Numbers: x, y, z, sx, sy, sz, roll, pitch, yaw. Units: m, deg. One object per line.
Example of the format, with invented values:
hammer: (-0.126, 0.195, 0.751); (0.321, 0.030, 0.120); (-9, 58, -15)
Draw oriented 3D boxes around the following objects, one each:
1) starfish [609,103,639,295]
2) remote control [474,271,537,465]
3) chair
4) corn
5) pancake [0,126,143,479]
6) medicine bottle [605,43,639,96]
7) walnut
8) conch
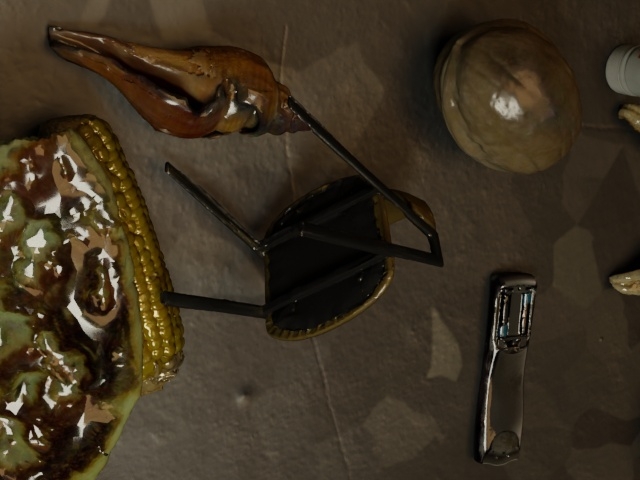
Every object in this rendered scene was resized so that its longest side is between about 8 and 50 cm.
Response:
starfish: (0.478, -0.049, 1.541); (0.327, 0.094, 0.375); (7, 100, -1)
remote control: (0.198, 0.138, 1.477); (0.059, 0.028, 0.212); (-3, 102, -32)
chair: (0.000, 0.000, 1.228); (0.247, 0.159, 0.172); (31, 44, -41)
corn: (-0.181, 0.018, 1.180); (0.097, 0.097, 0.261); (-24, 112, -25)
pancake: (-0.296, 0.111, 1.110); (0.305, 0.067, 0.426); (-1, 111, -10)
medicine bottle: (0.353, -0.179, 1.464); (0.057, 0.089, 0.057); (-7, 104, -30)
walnut: (0.183, -0.139, 1.340); (0.162, 0.140, 0.140); (34, 83, -29)
conch: (-0.119, -0.129, 1.199); (0.233, 0.086, 0.080); (-1, 142, -19)
